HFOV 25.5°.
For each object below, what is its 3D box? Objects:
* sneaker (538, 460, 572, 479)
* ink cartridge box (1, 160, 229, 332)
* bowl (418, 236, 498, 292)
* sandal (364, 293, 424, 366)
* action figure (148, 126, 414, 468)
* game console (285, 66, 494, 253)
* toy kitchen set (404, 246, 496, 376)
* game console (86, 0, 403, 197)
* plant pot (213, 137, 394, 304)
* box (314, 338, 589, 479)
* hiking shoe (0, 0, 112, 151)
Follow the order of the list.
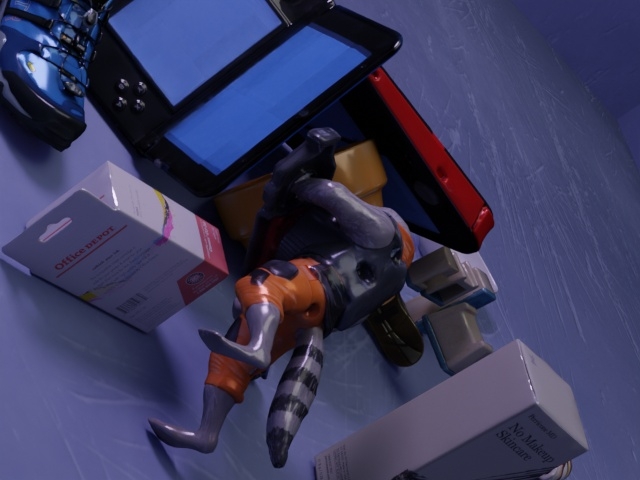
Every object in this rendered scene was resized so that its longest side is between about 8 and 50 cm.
[{"bbox_3d":[0.311,0.271,2.095,0.186,0.069,0.084,61,17,17],"label":"sneaker"},{"bbox_3d":[-0.197,0.001,1.347,0.198,0.115,0.067,34,30,-44],"label":"ink cartridge box"},{"bbox_3d":[0.213,0.036,2.257,0.142,0.053,0.142,5,53,-62],"label":"bowl"},{"bbox_3d":[0.084,0.084,1.897,0.049,0.072,0.180,-125,-169,-89],"label":"sandal"},{"bbox_3d":[-0.019,0.084,1.377,0.178,0.341,0.330,32,50,17],"label":"action figure"},{"bbox_3d":[0.033,-0.139,1.825,0.342,0.060,0.386,47,-13,-34],"label":"game console"},{"bbox_3d":[0.173,0.120,1.924,0.207,0.122,0.166,30,35,-62],"label":"toy kitchen set"},{"bbox_3d":[-0.104,-0.221,1.575,0.250,0.293,0.173,52,-13,-6],"label":"game console"},{"bbox_3d":[0.000,0.000,1.688,0.188,0.205,0.205,69,20,-5],"label":"plant pot"},{"bbox_3d":[0.134,0.225,1.496,0.113,0.275,0.094,40,27,-35],"label":"box"},{"bbox_3d":[-0.279,-0.229,1.488,0.113,0.132,0.304,34,30,-44],"label":"hiking shoe"}]
